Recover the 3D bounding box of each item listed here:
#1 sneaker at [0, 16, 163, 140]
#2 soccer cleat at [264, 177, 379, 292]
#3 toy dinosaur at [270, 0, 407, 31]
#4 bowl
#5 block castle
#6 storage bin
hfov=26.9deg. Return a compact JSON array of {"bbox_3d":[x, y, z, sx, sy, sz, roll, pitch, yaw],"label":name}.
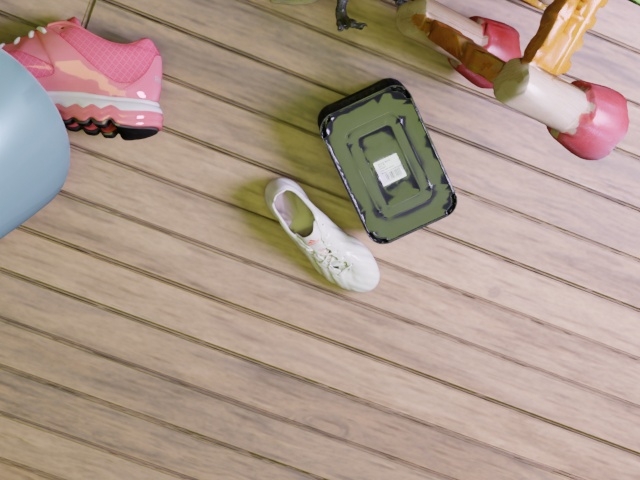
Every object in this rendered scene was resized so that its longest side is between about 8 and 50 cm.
[{"bbox_3d":[-0.342,-0.210,1.645,0.313,0.116,0.136,9,83,-4],"label":"sneaker"},{"bbox_3d":[0.000,0.000,1.710,0.068,0.076,0.196,-43,102,7],"label":"soccer cleat"},{"bbox_3d":[0.048,-0.316,1.581,0.268,0.064,0.118,-35,67,38],"label":"toy dinosaur"},{"bbox_3d":[-0.463,-0.088,1.550,0.311,0.163,0.311,9,136,9],"label":"bowl"},{"bbox_3d":[0.315,-0.348,1.520,0.213,0.303,0.453,19,106,-38],"label":"block castle"},{"bbox_3d":[0.083,-0.101,1.687,0.122,0.084,0.180,-25,102,3],"label":"storage bin"}]
